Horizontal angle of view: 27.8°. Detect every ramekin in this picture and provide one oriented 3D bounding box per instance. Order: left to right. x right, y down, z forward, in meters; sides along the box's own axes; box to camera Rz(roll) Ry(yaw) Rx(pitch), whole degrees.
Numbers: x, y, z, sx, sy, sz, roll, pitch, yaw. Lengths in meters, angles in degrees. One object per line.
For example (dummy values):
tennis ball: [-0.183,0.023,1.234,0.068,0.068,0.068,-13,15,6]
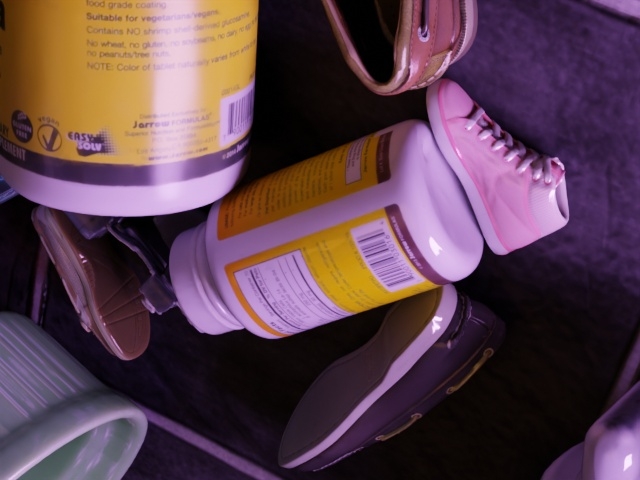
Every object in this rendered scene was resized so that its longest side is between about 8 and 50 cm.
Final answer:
ramekin: [-0.306,0.201,1.089,0.148,0.303,0.303,43,124,14]

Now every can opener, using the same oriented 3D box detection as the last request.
can opener: [-0.168,-0.039,1.053,0.093,0.074,0.280,-43,90,0]

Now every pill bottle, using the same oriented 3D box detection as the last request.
pill bottle: [-0.135,-0.200,0.882,0.188,0.188,0.334,15,117,22]
pill bottle: [0.000,0.000,0.931,0.215,0.117,0.117,-19,102,27]

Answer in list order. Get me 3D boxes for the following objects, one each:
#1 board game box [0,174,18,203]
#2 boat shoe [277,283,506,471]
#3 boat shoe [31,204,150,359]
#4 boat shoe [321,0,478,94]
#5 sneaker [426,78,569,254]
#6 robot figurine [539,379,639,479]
board game box: [-0.308,-0.071,1.029,0.026,0.186,0.126,-38,91,33]
boat shoe: [0.049,0.118,0.991,0.068,0.081,0.228,28,129,-20]
boat shoe: [-0.196,0.033,1.099,0.048,0.056,0.153,-23,98,43]
boat shoe: [0.026,-0.245,0.827,0.110,0.104,0.307,-13,105,31]
sneaker: [0.128,-0.059,0.891,0.070,0.051,0.134,-19,105,31]
robot figurine: [0.242,0.269,0.883,0.300,0.199,0.353,18,120,37]
